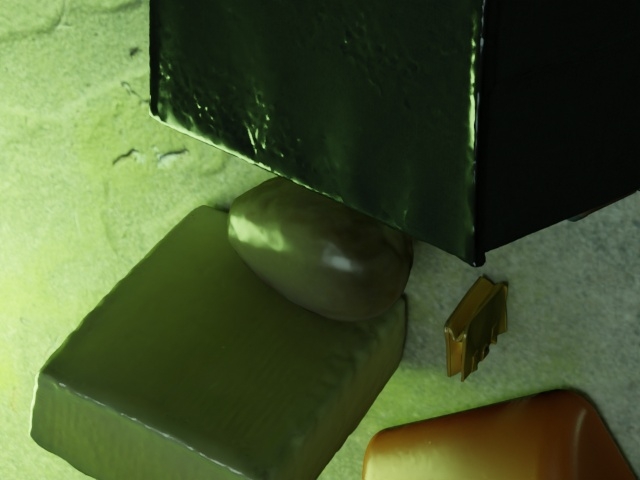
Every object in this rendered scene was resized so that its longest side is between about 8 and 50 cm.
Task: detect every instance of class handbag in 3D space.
[{"bbox_3d":[0.133,0.076,1.582,0.027,0.083,0.061,16,131,24],"label":"handbag"}]

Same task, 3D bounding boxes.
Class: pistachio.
[{"bbox_3d":[0.000,0.000,1.596,0.185,0.108,0.126,24,110,30],"label":"pistachio"}]

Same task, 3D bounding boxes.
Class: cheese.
[{"bbox_3d":[-0.086,0.116,1.628,0.243,0.265,0.124,28,135,14],"label":"cheese"}]

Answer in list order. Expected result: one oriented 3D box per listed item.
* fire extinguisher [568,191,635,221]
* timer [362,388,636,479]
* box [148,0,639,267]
[{"bbox_3d":[0.210,-0.039,1.351,0.083,0.022,0.028,-30,64,50],"label":"fire extinguisher"},{"bbox_3d":[0.173,0.274,1.688,0.257,0.161,0.250,-18,95,41],"label":"timer"},{"bbox_3d":[0.060,-0.172,1.289,0.345,0.204,0.251,27,127,40],"label":"box"}]
